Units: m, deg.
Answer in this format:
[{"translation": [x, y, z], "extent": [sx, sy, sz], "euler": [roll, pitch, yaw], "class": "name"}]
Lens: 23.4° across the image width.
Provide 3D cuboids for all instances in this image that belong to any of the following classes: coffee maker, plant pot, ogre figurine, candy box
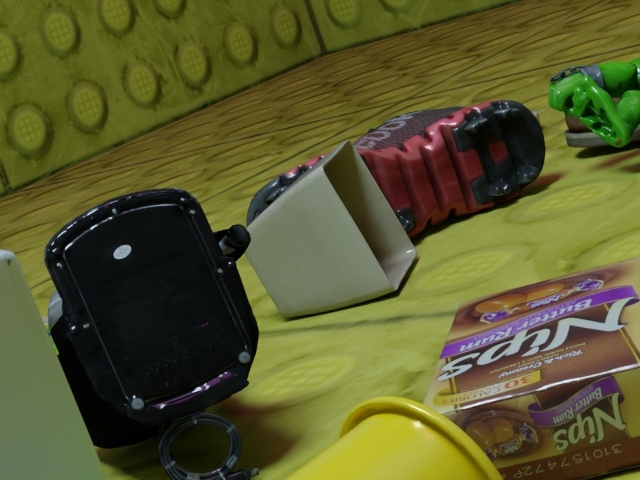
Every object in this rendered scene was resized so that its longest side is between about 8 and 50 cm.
[{"translation": [-0.107, 0.074, 0.932], "extent": [0.120, 0.171, 0.178], "euler": [1, -15, -11], "class": "coffee maker"}, {"translation": [0.000, 0.000, 1.205], "extent": [0.096, 0.109, 0.109], "euler": [-29, 7, 18], "class": "plant pot"}, {"translation": [0.293, -0.117, 1.273], "extent": [0.118, 0.097, 0.197], "euler": [-28, 14, -32], "class": "ogre figurine"}, {"translation": [0.118, 0.066, 0.780], "extent": [0.109, 0.053, 0.187], "euler": [-16, 12, 15], "class": "candy box"}]

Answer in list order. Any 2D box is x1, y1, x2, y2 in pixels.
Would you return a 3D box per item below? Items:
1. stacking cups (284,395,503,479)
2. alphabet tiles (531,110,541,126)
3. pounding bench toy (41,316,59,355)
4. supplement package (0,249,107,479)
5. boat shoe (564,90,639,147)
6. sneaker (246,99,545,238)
[{"translation": [-0.059, 0.170, 0.510], "extent": [0.316, 0.096, 0.096], "euler": [-34, 17, -37], "class": "stacking cups"}, {"translation": [0.091, -0.084, 1.671], "extent": [0.284, 0.021, 0.278], "euler": [-12, 12, 33], "class": "alphabet tiles"}, {"translation": [-0.180, 0.102, 1.141], "extent": [0.052, 0.083, 0.065], "euler": [-7, -16, 40], "class": "pounding bench toy"}, {"translation": [-0.218, 0.124, 0.674], "extent": [0.199, 0.198, 0.262], "euler": [-24, 11, -22], "class": "supplement package"}, {"translation": [0.358, -0.167, 1.387], "extent": [0.307, 0.104, 0.111], "euler": [-16, 11, 17], "class": "boat shoe"}, {"translation": [0.055, -0.049, 1.350], "extent": [0.276, 0.098, 0.135], "euler": [-21, 11, -19], "class": "sneaker"}]
